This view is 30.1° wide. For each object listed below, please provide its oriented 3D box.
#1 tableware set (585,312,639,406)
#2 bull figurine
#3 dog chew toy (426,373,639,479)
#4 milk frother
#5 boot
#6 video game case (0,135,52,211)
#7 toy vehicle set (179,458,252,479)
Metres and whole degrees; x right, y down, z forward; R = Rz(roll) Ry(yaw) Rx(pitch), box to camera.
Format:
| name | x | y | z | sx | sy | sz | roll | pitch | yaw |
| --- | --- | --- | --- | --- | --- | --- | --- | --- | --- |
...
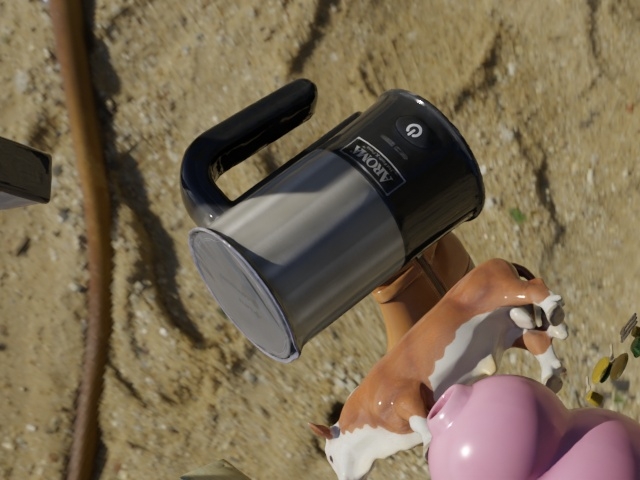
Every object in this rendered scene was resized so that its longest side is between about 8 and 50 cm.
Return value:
| name | x | y | z | sx | sy | sz | roll | pitch | yaw |
| --- | --- | --- | --- | --- | --- | --- | --- | --- | --- |
| tableware set | 0.459 | 0.192 | 1.837 | 0.024 | 0.104 | 0.154 | 28 | 117 | -4 |
| bull figurine | 0.125 | 0.146 | 1.221 | 0.310 | 0.101 | 0.188 | -50 | 32 | -6 |
| dog chew toy | 0.231 | 0.236 | 0.996 | 0.332 | 0.206 | 0.206 | 38 | 83 | -2 |
| milk frother | 0.000 | 0.000 | 0.647 | 0.134 | 0.143 | 0.129 | -36 | 51 | -21 |
| boot | 0.112 | 0.095 | 1.676 | 0.283 | 0.220 | 0.109 | -52 | 34 | -17 |
| video game case | -0.336 | -0.045 | 0.665 | 0.248 | 0.275 | 0.035 | -9 | 75 | 29 |
| toy vehicle set | -0.029 | 0.288 | 0.732 | 0.166 | 0.035 | 0.267 | 27 | 122 | 41 |
